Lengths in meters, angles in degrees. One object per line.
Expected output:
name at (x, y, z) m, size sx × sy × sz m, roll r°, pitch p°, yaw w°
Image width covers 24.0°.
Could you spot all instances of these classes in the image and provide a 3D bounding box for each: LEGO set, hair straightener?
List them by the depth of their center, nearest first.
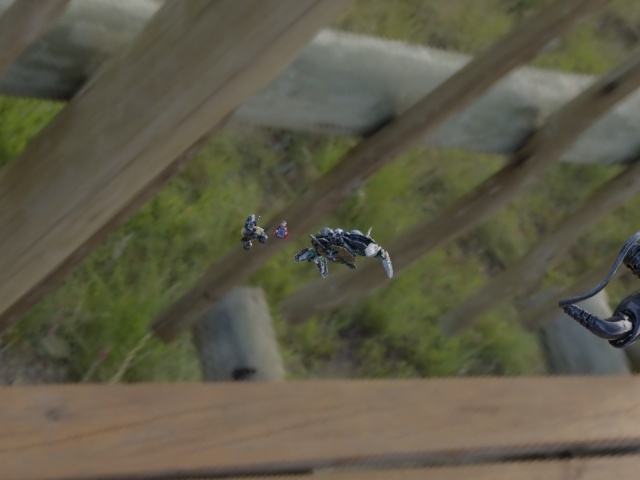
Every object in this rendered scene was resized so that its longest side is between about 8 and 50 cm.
LEGO set at (-0.001, -0.001, 0.799) m, size 0.083 × 0.054 × 0.023 m, roll 23°, pitch 65°, yaw -18°
hair straightener at (0.233, 0.013, 0.993) m, size 0.230 × 0.047 × 0.089 m, roll -9°, pitch 106°, yaw -42°
